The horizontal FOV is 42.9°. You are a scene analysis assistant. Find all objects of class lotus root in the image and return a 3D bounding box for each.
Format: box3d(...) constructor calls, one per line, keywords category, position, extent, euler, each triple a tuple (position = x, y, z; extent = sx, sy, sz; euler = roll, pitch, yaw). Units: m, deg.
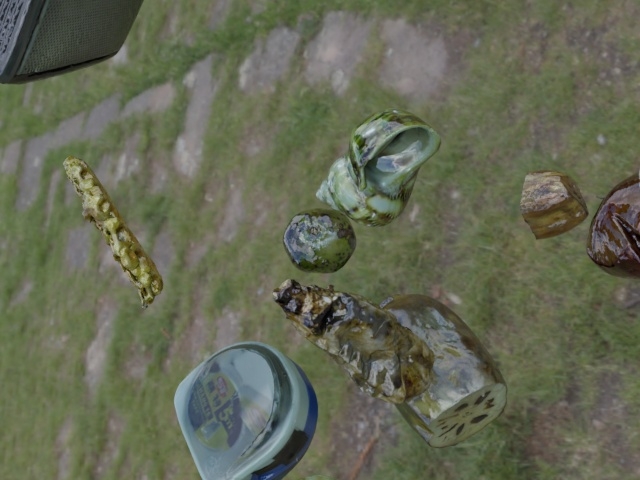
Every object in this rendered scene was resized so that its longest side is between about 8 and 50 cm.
box3d(category="lotus root", position=(0.246, 0.278, 1.852), extent=(0.346, 0.250, 0.250), euler=(52, 125, 35))
box3d(category="lotus root", position=(0.511, -0.085, 1.820), extent=(0.135, 0.095, 0.159), euler=(-18, 90, 39))

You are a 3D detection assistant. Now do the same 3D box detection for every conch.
box3d(category="conch", position=(0.079, -0.110, 1.202), extent=(0.181, 0.187, 0.124), euler=(-47, 61, 0))

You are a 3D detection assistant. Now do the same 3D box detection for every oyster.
box3d(category="oyster", position=(0.060, 0.152, 1.234), extent=(0.078, 0.345, 0.128), euler=(16, 73, 55))

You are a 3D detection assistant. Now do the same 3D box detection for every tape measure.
box3d(category="tape measure", position=(-0.139, 0.329, 1.544), extent=(0.262, 0.138, 0.259), euler=(-41, 55, 10))

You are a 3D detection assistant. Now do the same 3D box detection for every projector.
box3d(category="projector", position=(-0.569, -0.484, 1.456), extent=(0.242, 0.395, 0.405), euler=(-56, -2, 26))

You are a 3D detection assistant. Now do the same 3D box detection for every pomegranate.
box3d(category="pomegranate", position=(-0.003, -0.009, 1.550), extent=(0.163, 0.138, 0.125), euler=(-93, -11, -61))

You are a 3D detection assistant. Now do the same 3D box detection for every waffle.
box3d(category="waffle", position=(-0.332, -0.020, 1.304), extent=(0.245, 0.052, 0.254), euler=(42, 161, 57))

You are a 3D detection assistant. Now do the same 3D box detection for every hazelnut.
box3d(category="hazelnut", position=(0.526, -0.016, 1.304), extent=(0.204, 0.178, 0.178), euler=(-54, 40, 46))

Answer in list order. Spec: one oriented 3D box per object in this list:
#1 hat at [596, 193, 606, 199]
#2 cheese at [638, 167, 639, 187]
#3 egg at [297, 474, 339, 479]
box3d(category="hat", position=(0.734, -0.045, 1.771), extent=(0.214, 0.245, 0.149), euler=(148, 116, -79))
box3d(category="cheese", position=(0.337, -0.114, 0.593), extent=(0.050, 0.235, 0.127), euler=(50, 158, 20))
box3d(category="egg", position=(-0.014, 0.514, 1.269), extent=(0.238, 0.238, 0.289), euler=(7, 94, 58))
